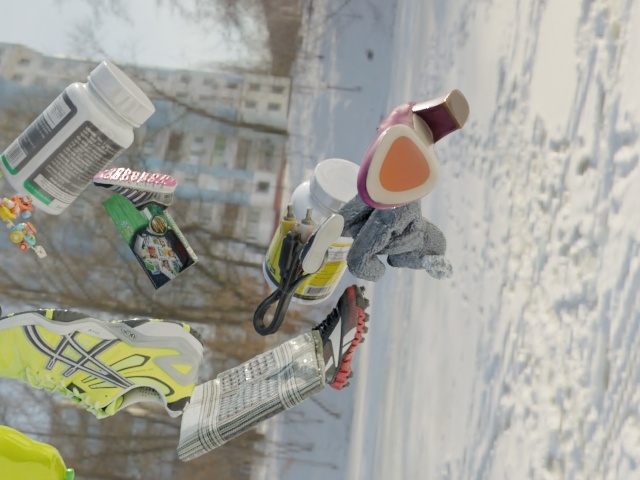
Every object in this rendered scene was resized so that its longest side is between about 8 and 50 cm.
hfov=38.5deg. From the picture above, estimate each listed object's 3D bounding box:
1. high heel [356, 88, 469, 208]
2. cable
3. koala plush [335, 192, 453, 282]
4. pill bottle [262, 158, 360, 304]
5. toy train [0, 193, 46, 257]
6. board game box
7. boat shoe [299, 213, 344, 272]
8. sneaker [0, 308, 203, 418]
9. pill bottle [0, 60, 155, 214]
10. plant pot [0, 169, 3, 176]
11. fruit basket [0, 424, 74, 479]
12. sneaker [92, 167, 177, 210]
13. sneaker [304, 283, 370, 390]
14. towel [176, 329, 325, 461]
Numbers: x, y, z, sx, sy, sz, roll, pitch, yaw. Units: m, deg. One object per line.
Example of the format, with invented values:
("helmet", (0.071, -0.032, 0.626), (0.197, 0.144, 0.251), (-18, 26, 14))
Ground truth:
("high heel", (0.113, -0.131, 1.523), (0.127, 0.181, 0.377), (60, -141, -9))
("cable", (-0.050, 0.076, 1.854), (0.072, 0.139, 0.287), (-16, -53, -51))
("koala plush", (0.175, -0.009, 1.859), (0.203, 0.221, 0.196), (-47, 35, 21))
("pill bottle", (-0.001, -0.021, 2.104), (0.188, 0.187, 0.334), (-82, 14, -46))
("toy train", (-0.637, -0.046, 1.982), (0.166, 0.046, 0.125), (59, -167, 21))
("board game box", (-0.423, -0.021, 2.270), (0.260, 0.136, 0.030), (58, -158, 4))
("boat shoe", (0.000, 0.000, 1.671), (0.125, 0.046, 0.038), (-63, 33, 20))
("sneaker", (-0.386, 0.206, 1.489), (0.145, 0.384, 0.147), (99, 171, -61))
("pill bottle", (-0.589, -0.252, 2.233), (0.361, 0.204, 0.204), (-43, 4, 6))
("plant pot", (-0.952, -0.212, 2.237), (0.207, 0.228, 0.227), (33, 156, 47))
("fruit basket", (-0.622, 0.402, 1.538), (0.283, 0.392, 0.392), (-51, 14, 25))
("sneaker", (-0.369, -0.095, 1.815), (0.063, 0.170, 0.075), (-79, -5, -63))
("sneaker", (0.029, 0.222, 2.127), (0.098, 0.135, 0.276), (-107, 30, -62))
("towel", (-0.136, 0.292, 1.831), (0.056, 0.312, 0.324), (61, -176, -11))
